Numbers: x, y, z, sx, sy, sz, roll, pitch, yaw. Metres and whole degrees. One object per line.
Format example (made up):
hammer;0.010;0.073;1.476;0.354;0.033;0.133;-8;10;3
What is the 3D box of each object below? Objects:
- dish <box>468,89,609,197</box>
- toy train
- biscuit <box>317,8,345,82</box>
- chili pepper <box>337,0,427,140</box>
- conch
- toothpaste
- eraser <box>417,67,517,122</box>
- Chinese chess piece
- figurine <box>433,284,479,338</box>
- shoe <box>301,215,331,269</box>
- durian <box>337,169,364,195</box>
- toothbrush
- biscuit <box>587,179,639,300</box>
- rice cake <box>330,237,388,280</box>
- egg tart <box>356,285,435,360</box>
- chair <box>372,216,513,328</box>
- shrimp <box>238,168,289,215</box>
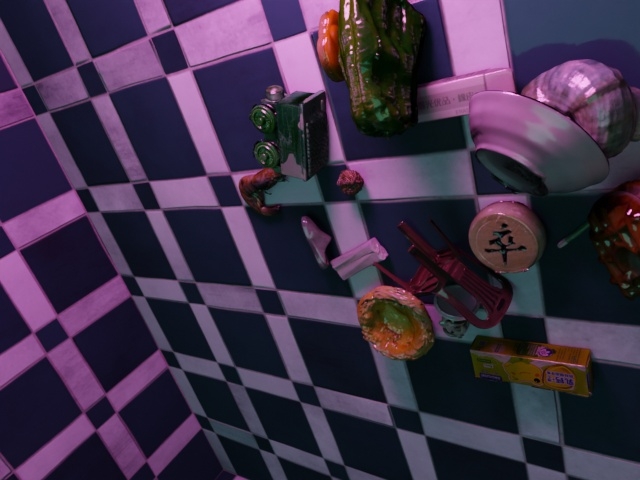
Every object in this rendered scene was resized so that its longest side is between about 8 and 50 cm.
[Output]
dish;0.420;-0.176;1.043;0.316;0.106;0.316;36;-179;-1
toy train;-0.090;-0.313;1.452;0.201;0.145;0.266;16;129;25
biscuit;0.050;-0.469;1.226;0.050;0.170;0.170;-3;118;28
chili pepper;0.127;-0.419;1.140;0.167;0.213;0.385;0;98;42
conch;0.532;-0.253;0.998;0.277;0.196;0.220;5;164;9
toothpaste;0.598;0.355;1.439;0.327;0.077;0.110;0;118;38
eraser;0.292;-0.337;1.195;0.351;0.061;0.089;-2;118;38
Chinese chess piece;0.473;-0.006;1.275;0.188;0.083;0.189;23;133;26
figurine;0.399;0.221;1.485;0.132;0.132;0.154;18;142;27
shoe;0.000;0.000;1.669;0.078;0.079;0.195;-19;101;7
durian;0.091;-0.168;1.459;0.091;0.080;0.080;16;131;56
toothbrush;0.641;-0.059;1.152;0.024;0.018;0.257;37;135;2
biscuit;0.649;0.013;0.988;0.115;0.366;0.268;-28;82;6
rice cake;0.122;0.060;1.625;0.221;0.042;0.080;-32;93;47
egg tart;0.249;0.253;1.609;0.288;0.118;0.288;22;131;27
chair;0.342;0.095;1.382;0.326;0.176;0.183;42;157;-11
shrimp;-0.168;-0.164;1.688;0.296;0.058;0.169;-14;118;47
